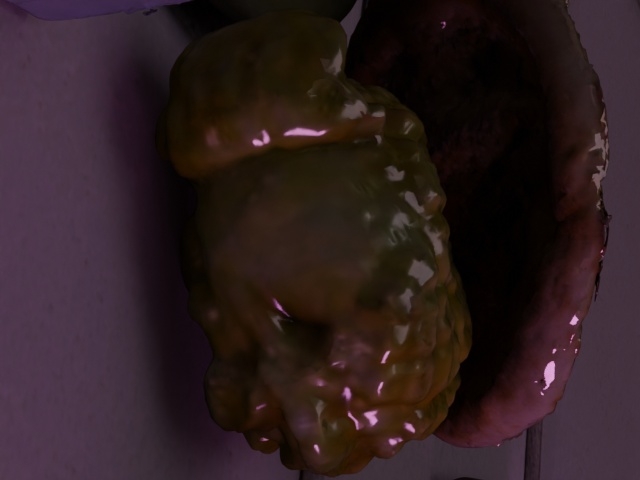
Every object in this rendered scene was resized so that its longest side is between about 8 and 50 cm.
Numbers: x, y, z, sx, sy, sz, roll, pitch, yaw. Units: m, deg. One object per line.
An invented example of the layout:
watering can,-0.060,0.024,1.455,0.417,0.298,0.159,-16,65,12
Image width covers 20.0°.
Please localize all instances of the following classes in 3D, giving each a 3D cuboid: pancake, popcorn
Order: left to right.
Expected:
popcorn,0.000,0.000,1.150,0.225,0.173,0.286,-38,114,-81
pancake,0.095,-0.030,1.247,0.065,0.356,0.356,-2,84,-29

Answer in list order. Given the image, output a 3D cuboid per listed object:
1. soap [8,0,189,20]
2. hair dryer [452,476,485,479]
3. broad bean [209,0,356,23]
soap,-0.138,-0.198,0.853,0.289,0.173,0.095,28,58,-64
hair dryer,0.158,0.321,1.579,0.195,0.053,0.220,24,62,-65
broad bean,-0.017,-0.233,1.234,0.263,0.121,0.189,-37,114,-63
